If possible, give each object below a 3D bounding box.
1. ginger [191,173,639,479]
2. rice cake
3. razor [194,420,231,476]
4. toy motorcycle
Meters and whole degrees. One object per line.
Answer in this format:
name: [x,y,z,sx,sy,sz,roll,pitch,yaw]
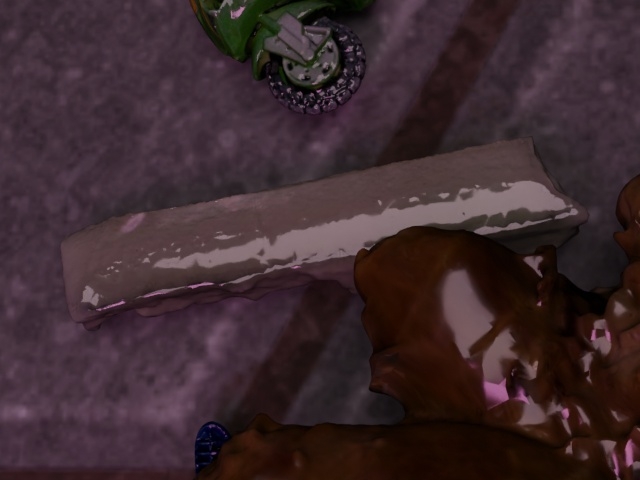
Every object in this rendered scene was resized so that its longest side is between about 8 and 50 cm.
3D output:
ginger: [0.126,0.111,0.517,0.357,0.152,0.274,-15,85,1]
rice cake: [0.000,0.000,0.616,0.256,0.052,0.057,-11,42,2]
razor: [-0.047,0.165,0.595,0.044,0.028,0.155,-6,77,8]
toy motorcycle: [-0.013,-0.157,0.653,0.106,0.074,0.190,7,77,16]
